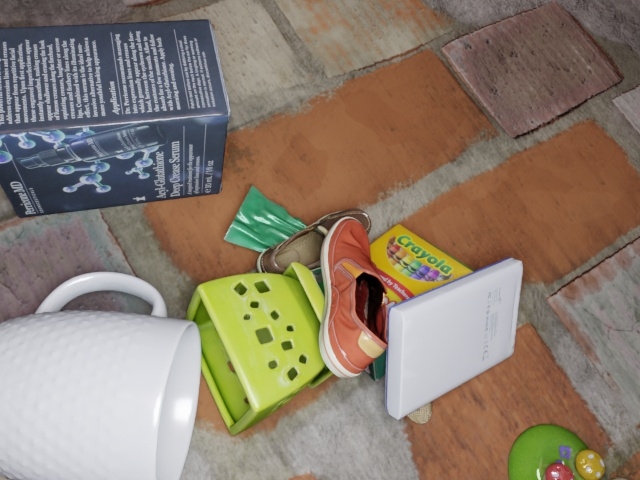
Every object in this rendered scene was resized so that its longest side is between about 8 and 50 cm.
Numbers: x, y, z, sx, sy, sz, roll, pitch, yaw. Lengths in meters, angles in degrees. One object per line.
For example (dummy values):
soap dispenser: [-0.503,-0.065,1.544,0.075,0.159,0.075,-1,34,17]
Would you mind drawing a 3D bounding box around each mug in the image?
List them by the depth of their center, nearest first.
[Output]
mug: [-0.371,0.206,0.992,0.328,0.276,0.374,6,49,1]

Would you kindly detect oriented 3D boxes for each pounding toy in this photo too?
pounding toy: [0.473,0.445,1.148,0.237,0.110,0.183,40,65,6]

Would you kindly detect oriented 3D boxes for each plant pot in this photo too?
plant pot: [-0.091,0.177,1.082,0.207,0.228,0.227,-20,73,-25]

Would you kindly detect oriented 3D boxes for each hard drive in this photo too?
hard drive: [0.248,0.171,1.140,0.318,0.210,0.040,-17,27,-35]

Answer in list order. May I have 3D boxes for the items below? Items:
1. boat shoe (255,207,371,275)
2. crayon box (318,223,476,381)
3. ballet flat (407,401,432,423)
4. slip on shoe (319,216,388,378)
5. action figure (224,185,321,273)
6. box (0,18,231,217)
boat shoe: [0.004,0.007,1.185,0.257,0.095,0.095,-30,86,-26]
crayon box: [0.147,0.094,1.199,0.318,0.081,0.202,-36,50,-24]
ballet flat: [0.169,0.243,1.190,0.073,0.067,0.206,-12,71,-19]
slip on shoe: [0.066,0.077,1.054,0.123,0.101,0.331,41,32,-28]
action figure: [-0.064,0.002,1.245,0.232,0.063,0.137,28,63,-7]
box: [-0.383,-0.217,1.141,0.395,0.293,0.212,-8,69,-15]
